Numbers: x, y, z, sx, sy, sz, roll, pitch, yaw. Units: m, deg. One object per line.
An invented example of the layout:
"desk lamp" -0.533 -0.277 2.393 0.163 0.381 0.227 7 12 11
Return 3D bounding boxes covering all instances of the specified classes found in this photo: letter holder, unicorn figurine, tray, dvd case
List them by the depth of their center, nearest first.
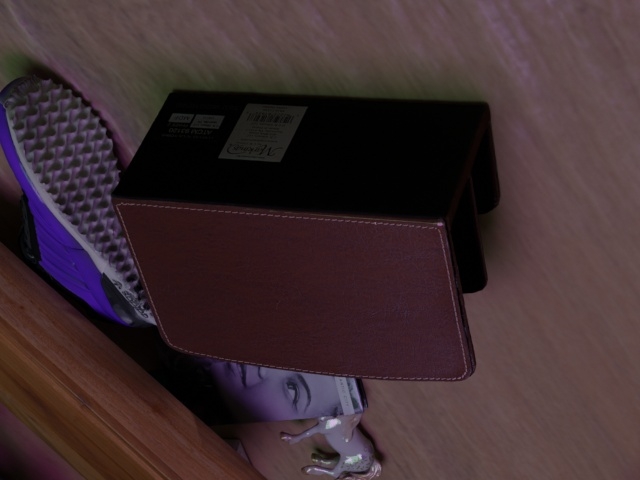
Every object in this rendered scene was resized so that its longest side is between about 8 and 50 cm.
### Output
"letter holder" 0.000 0.000 1.475 0.302 0.152 0.214 4 134 20
"dvd case" -0.070 0.103 1.646 0.221 0.018 0.164 -9 101 29
"tray" -0.248 0.159 1.673 0.411 0.076 0.203 41 153 3
"unicorn figurine" 0.014 0.204 1.732 0.111 0.060 0.162 -13 141 31

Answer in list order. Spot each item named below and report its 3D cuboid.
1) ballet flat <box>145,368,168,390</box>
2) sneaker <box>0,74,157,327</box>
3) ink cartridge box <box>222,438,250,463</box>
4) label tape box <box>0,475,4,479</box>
"ballet flat" -0.109 0.160 1.742 0.206 0.073 0.067 -5 156 30
"sneaker" -0.252 -0.023 1.595 0.146 0.102 0.293 -6 126 38
"ink cartridge box" -0.140 0.330 1.884 0.159 0.092 0.218 -1 129 24
"label tape box" -0.478 0.287 1.977 0.334 0.106 0.240 -14 124 32
